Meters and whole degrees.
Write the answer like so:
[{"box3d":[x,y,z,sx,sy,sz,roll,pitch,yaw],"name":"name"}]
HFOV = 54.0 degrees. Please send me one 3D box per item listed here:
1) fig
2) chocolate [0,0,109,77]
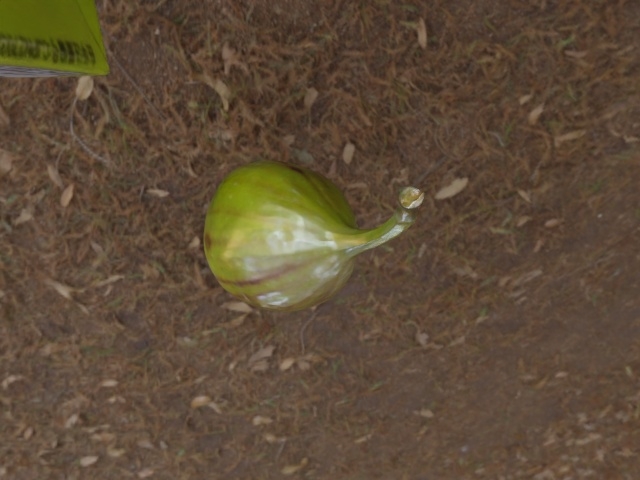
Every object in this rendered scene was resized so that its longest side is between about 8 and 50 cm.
[{"box3d":[-0.014,0.003,0.329,0.093,0.166,0.094,-2,99,-15],"name":"fig"},{"box3d":[-0.341,-0.286,0.548,0.136,0.301,0.289,-9,99,14],"name":"chocolate"}]
